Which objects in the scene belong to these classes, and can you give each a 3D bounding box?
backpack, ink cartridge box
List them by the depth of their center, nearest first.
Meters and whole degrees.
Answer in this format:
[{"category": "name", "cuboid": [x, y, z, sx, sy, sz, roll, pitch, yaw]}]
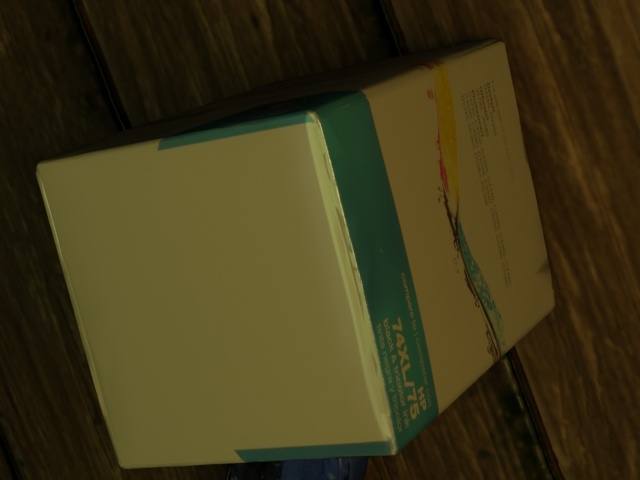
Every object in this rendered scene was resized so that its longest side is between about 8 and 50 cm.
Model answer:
[{"category": "ink cartridge box", "cuboid": [0.000, 0.000, 0.930, 0.198, 0.270, 0.197, -8, 102, 31]}, {"category": "backpack", "cuboid": [-0.021, 0.181, 1.096, 0.101, 0.098, 0.120, 21, 113, 19]}]
